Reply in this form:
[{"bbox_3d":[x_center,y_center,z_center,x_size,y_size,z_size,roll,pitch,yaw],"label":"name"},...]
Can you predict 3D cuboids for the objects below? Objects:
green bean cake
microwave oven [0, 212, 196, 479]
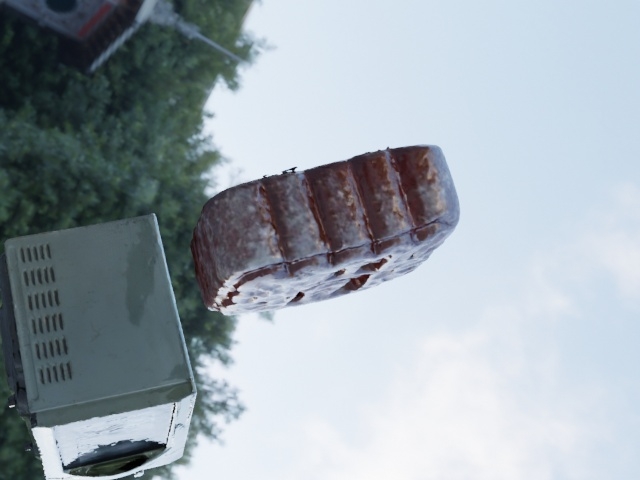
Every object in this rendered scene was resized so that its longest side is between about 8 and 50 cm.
[{"bbox_3d":[0.000,0.000,0.548,0.135,0.135,0.056,123,-48,-72],"label":"green bean cake"},{"bbox_3d":[-0.177,0.093,0.772,0.205,0.129,0.163,112,-37,-62],"label":"microwave oven"}]
